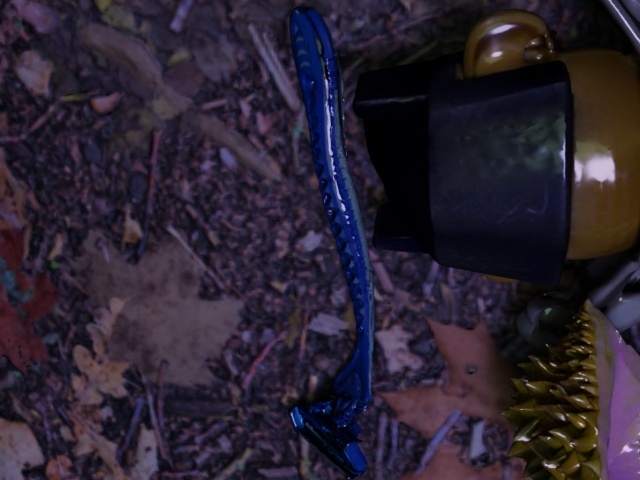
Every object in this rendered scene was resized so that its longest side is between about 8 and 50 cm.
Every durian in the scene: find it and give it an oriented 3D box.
[{"bbox_3d":[0.199,0.140,0.458,0.132,0.182,0.165,-44,49,18],"label":"durian"}]

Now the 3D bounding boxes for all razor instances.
[{"bbox_3d":[0.011,-0.001,0.528,0.056,0.093,0.324,-7,100,-26],"label":"razor"}]

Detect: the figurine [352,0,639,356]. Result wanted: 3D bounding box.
[{"bbox_3d":[0.160,-0.055,0.429,0.308,0.143,0.308,2,102,10],"label":"figurine"}]
